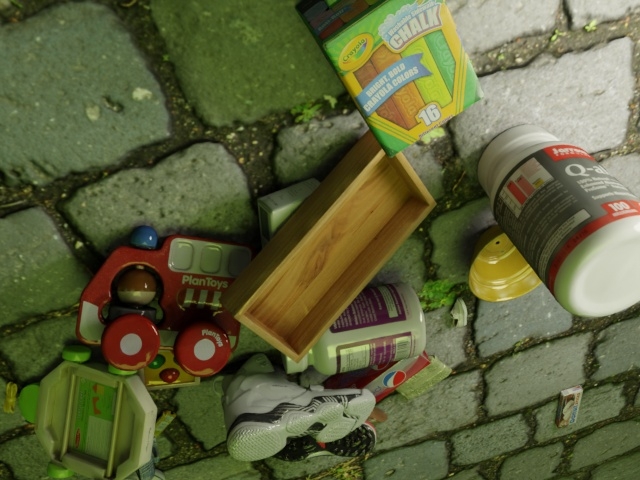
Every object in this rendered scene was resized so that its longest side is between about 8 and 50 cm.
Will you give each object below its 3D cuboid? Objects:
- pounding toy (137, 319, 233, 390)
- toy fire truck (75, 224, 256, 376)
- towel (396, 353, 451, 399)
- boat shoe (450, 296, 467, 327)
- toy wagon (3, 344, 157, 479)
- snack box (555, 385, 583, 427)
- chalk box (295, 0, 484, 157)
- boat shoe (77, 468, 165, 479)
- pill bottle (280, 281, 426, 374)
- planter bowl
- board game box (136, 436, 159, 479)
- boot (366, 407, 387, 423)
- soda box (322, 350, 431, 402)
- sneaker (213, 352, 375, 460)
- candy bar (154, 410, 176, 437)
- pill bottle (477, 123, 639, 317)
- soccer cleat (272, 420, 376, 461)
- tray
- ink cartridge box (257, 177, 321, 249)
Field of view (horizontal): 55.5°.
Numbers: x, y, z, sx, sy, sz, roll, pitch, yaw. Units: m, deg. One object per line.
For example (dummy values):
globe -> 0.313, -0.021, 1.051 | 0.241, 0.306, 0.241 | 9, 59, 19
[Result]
pounding toy -> -0.285, 0.263, 1.308 | 0.206, 0.094, 0.181 | -2, 128, -16
toy fire truck -> -0.284, 0.107, 1.133 | 0.302, 0.169, 0.254 | 9, 86, -18
towel -> 0.268, 0.365, 1.613 | 0.148, 0.027, 0.110 | -39, 130, 14
boat shoe -> 0.334, 0.178, 1.481 | 0.035, 0.035, 0.100 | -20, 137, -5
toy wagon -> -0.495, 0.352, 1.245 | 0.344, 0.068, 0.267 | 10, 93, 21
snack box -> 0.779, 0.523, 1.908 | 0.064, 0.022, 0.178 | -17, 130, -6
chalk box -> 0.090, -0.310, 0.914 | 0.180, 0.179, 0.289 | -33, 130, 9
boat shoe -> -0.501, 0.618, 1.533 | 0.226, 0.076, 0.083 | 18, 120, -29
pill bottle -> 0.061, 0.196, 1.319 | 0.301, 0.169, 0.169 | -9, 130, -10
planter bowl -> 0.410, 0.028, 1.347 | 0.217, 0.090, 0.217 | -8, 129, -11
board game box -> -0.411, 0.437, 1.367 | 0.060, 0.194, 0.194 | -20, 147, -24
boot -> 0.114, 0.492, 1.661 | 0.118, 0.042, 0.087 | 25, 123, -31
soda box -> 0.135, 0.330, 1.498 | 0.263, 0.092, 0.083 | -40, 130, 15
sneaker -> -0.063, 0.355, 1.391 | 0.365, 0.210, 0.137 | -7, 130, -27
candy bar -> -0.408, 0.466, 1.481 | 0.040, 0.018, 0.161 | 27, 115, -37
pill bottle -> 0.441, -0.053, 1.112 | 0.210, 0.363, 0.210 | -9, 130, -11
soccer cleat -> -0.014, 0.506, 1.576 | 0.318, 0.109, 0.116 | -2, 174, 6
tray -> 0.022, 0.015, 1.130 | 0.411, 0.076, 0.203 | -48, 133, -4
ink cartridge box -> 0.000, 0.000, 1.215 | 0.239, 0.060, 0.275 | -24, 134, -26
